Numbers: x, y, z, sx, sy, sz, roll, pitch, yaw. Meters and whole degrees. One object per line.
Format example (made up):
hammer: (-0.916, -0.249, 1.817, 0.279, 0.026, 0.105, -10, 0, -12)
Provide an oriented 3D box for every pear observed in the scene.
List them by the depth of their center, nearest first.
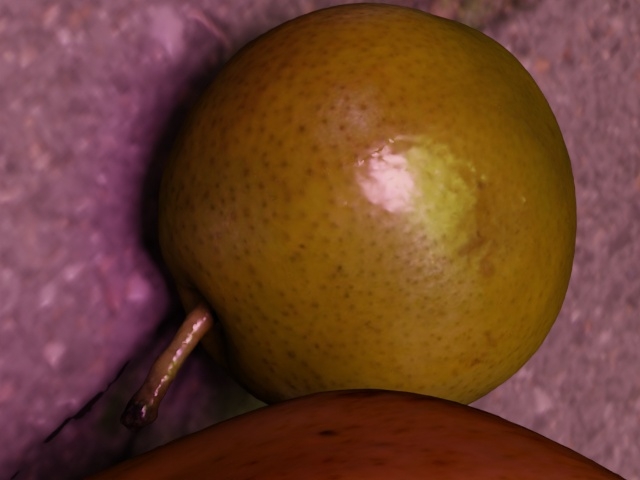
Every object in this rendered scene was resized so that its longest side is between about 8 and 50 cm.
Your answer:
pear: (0.000, 0.000, 0.768, 0.216, 0.166, 0.180, -29, 125, -12)

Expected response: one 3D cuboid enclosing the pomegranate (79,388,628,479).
pomegranate: (0.010, 0.249, 0.624, 0.417, 0.417, 0.416, -2, 93, -40)
